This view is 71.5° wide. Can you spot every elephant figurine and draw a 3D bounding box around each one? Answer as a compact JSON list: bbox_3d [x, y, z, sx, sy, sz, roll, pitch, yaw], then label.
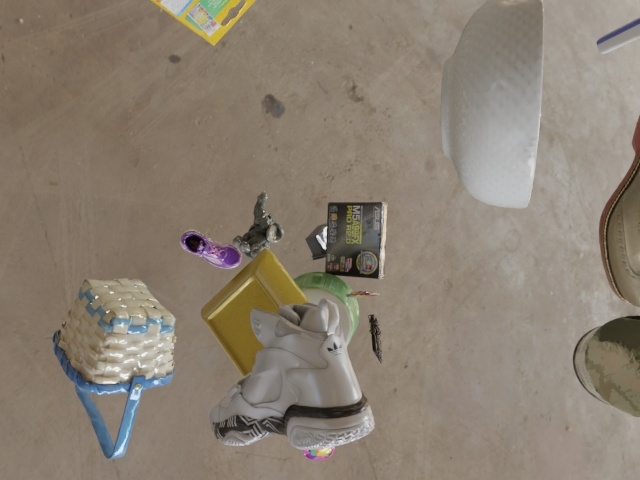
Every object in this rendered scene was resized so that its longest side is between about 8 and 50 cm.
[{"bbox_3d":[-0.234,-0.040,1.813,0.169,0.186,0.240,31,71,1],"label":"elephant figurine"}]

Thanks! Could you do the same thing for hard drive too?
[{"bbox_3d":[0.763,-0.490,0.905,0.210,0.319,0.040,-27,97,0],"label":"hard drive"}]

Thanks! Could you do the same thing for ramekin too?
[{"bbox_3d":[-0.016,0.273,1.559,0.302,0.148,0.304,1,99,6],"label":"ramekin"}]

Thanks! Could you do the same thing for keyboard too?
[{"bbox_3d":[0.207,0.336,1.585,0.100,0.038,0.192,57,18,-25],"label":"keyboard"}]

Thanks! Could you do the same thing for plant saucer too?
[{"bbox_3d":[-0.187,0.250,1.317,0.333,0.332,0.081,51,18,11],"label":"plant saucer"}]

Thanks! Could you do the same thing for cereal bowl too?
[{"bbox_3d":[0.281,-0.224,0.745,0.339,0.141,0.340,2,90,-69],"label":"cereal bowl"}]

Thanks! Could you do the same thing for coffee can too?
[{"bbox_3d":[0.690,0.280,0.993,0.275,0.201,0.202,30,61,-62],"label":"coffee can"}]

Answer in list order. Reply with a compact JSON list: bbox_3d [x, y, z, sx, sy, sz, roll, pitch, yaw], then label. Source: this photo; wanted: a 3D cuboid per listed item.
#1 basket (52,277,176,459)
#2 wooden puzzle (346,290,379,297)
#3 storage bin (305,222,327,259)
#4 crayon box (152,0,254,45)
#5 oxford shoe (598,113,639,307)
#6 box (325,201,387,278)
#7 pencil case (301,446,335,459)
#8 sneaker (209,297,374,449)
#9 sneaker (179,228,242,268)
[{"bbox_3d":[-0.411,0.241,0.887,0.201,0.254,0.289,15,101,-49],"label":"basket"},{"bbox_3d":[0.086,0.110,0.903,0.083,0.049,0.006,12,70,-49],"label":"wooden puzzle"},{"bbox_3d":[0.000,0.000,1.750,0.135,0.098,0.091,-47,114,-44],"label":"storage bin"},{"bbox_3d":[-0.293,-0.610,1.009,0.083,0.203,0.323,55,17,16],"label":"crayon box"},{"bbox_3d":[0.455,-0.033,0.572,0.130,0.122,0.349,-77,158,-57],"label":"oxford shoe"},{"bbox_3d":[0.128,-0.003,1.609,0.060,0.216,0.271,1,92,-61],"label":"box"},{"bbox_3d":[-0.008,0.486,1.252,0.104,0.104,0.236,33,28,-20],"label":"pencil case"},{"bbox_3d":[-0.074,0.220,0.746,0.137,0.365,0.211,2,73,-43],"label":"sneaker"},{"bbox_3d":[-0.397,0.032,1.590,0.236,0.104,0.095,23,83,-5],"label":"sneaker"}]
